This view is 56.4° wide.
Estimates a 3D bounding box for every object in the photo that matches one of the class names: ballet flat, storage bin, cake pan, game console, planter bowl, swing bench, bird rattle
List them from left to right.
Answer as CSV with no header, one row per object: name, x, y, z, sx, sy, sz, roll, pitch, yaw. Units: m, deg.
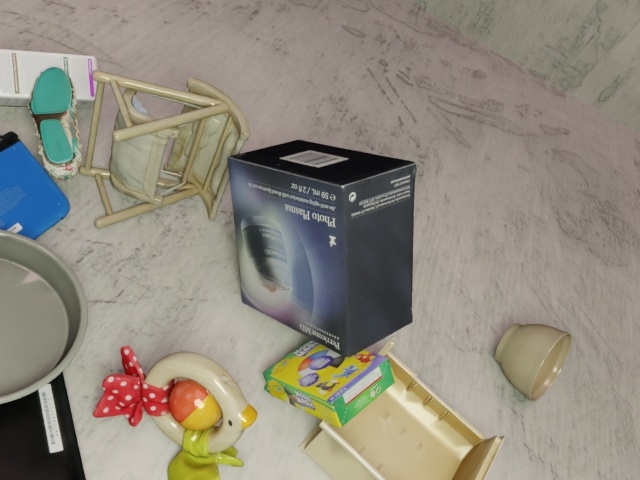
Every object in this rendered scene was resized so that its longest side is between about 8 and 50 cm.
game console,-0.509,0.276,0.789,0.341,0.060,0.387,-4,55,-37
game console,-0.637,-0.059,1.017,0.250,0.173,0.293,57,42,-19
cake pan,-0.493,0.111,0.861,0.293,0.054,0.293,19,45,-20
ballet flat,-0.504,-0.217,1.138,0.091,0.077,0.241,-5,64,-18
swing bench,-0.299,-0.167,1.131,0.254,0.253,0.165,-7,56,-33
bird rattle,-0.199,0.242,0.886,0.254,0.207,0.143,52,29,6
storage bin,0.147,0.343,1.030,0.262,0.123,0.260,41,46,10
planter bowl,0.443,0.243,1.271,0.162,0.162,0.109,-21,38,-39

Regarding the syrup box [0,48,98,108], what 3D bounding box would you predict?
syrup box,-0.578,-0.322,1.202,0.236,0.093,0.097,-5,93,-32

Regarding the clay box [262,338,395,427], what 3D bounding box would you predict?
clay box,0.001,0.223,0.992,0.127,0.222,0.053,-31,112,-33

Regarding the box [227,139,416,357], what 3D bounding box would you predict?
box,0.000,0.000,1.046,0.182,0.294,0.296,-22,28,-38
